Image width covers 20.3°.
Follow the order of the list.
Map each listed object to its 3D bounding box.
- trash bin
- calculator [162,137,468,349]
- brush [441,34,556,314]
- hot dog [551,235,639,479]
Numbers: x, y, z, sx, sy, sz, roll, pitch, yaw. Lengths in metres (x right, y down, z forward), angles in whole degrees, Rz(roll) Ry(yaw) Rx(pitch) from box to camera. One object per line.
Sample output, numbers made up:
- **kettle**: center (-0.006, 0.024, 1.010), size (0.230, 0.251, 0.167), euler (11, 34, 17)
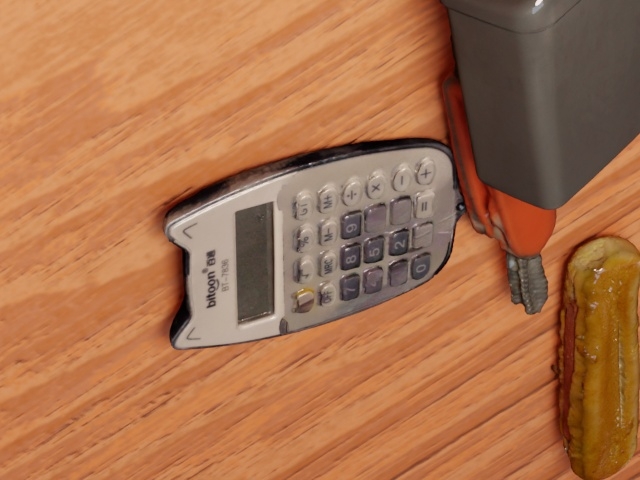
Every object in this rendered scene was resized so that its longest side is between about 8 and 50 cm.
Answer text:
- **trash bin**: center (0.176, -0.161, 1.300), size (0.176, 0.101, 0.236), euler (-43, 139, -29)
- **calculator**: center (0.000, 0.000, 1.445), size (0.268, 0.040, 0.177), euler (-12, 133, -16)
- **brush**: center (0.147, -0.059, 1.445), size (0.070, 0.051, 0.323), euler (-39, 136, -26)
- **hot dog**: center (0.258, 0.109, 1.642), size (0.087, 0.061, 0.286), euler (-15, 132, -17)
